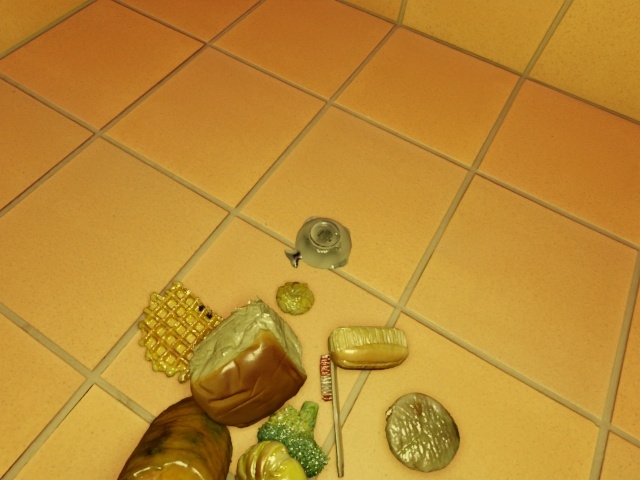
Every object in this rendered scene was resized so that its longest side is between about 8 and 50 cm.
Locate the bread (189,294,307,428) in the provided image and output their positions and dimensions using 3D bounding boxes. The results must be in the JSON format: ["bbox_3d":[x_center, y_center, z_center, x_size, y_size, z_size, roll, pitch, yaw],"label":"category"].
[{"bbox_3d":[-0.188,0.337,1.064,0.279,0.250,0.225,-36,34,-5],"label":"bread"}]

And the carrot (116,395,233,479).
[{"bbox_3d":[-0.343,0.554,0.953,0.241,0.340,0.242,0,92,-4],"label":"carrot"}]

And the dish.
[{"bbox_3d":[0.000,0.000,1.362,0.246,0.078,0.224,-27,67,-17],"label":"dish"}]

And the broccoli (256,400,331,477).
[{"bbox_3d":[-0.060,0.508,1.058,0.219,0.194,0.194,1,58,23],"label":"broccoli"}]

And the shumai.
[{"bbox_3d":[0.258,0.509,1.074,0.201,0.120,0.202,3,58,-6],"label":"shumai"}]

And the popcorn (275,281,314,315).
[{"bbox_3d":[-0.079,0.175,1.244,0.120,0.106,0.116,37,74,15],"label":"popcorn"}]

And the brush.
[{"bbox_3d":[0.031,0.473,1.114,0.050,0.060,0.321,-8,61,5],"label":"brush"}]

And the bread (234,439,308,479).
[{"bbox_3d":[-0.118,0.575,0.913,0.213,0.213,0.104,53,26,22],"label":"bread"}]

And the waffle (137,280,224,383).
[{"bbox_3d":[-0.396,0.265,1.197,0.283,0.065,0.310,-7,65,-6],"label":"waffle"}]

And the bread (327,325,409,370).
[{"bbox_3d":[0.135,0.312,1.147,0.236,0.140,0.106,6,57,-19],"label":"bread"}]
